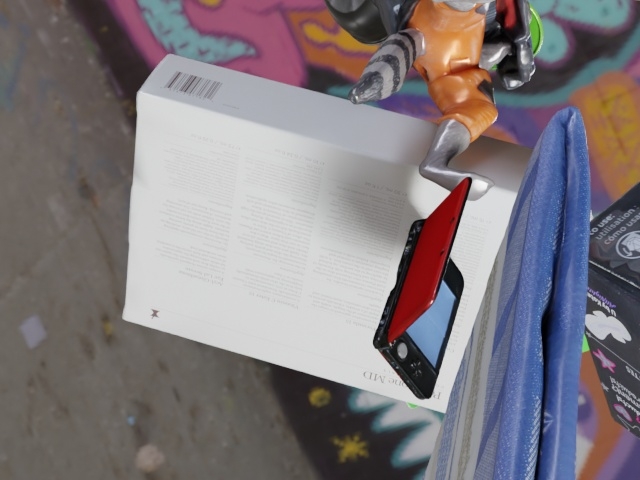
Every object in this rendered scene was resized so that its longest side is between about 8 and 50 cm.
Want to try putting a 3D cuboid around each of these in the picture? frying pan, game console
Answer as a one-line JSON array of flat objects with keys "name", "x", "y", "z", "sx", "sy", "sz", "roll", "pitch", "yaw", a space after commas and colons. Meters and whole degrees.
[{"name": "frying pan", "x": 0.084, "y": -0.312, "z": 1.333, "sx": 0.326, "sy": 0.053, "sz": 0.197, "roll": 5, "pitch": -83, "yaw": 60}, {"name": "game console", "x": 0.106, "y": 0.042, "z": 1.059, "sx": 0.124, "sy": 0.085, "sz": 0.144, "roll": 52, "pitch": 43, "yaw": -32}]

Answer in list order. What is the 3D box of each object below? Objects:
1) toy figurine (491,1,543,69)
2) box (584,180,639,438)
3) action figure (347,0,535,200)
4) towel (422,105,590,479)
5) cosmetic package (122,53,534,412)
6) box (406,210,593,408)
[{"name": "toy figurine", "x": 0.212, "y": -0.320, "z": 1.584, "sx": 0.130, "sy": 0.173, "sz": 0.159, "roll": 96, "pitch": 14, "yaw": -51}, {"name": "box", "x": 0.261, "y": 0.009, "z": 0.572, "sx": 0.163, "sy": 0.247, "sz": 0.142, "roll": 39, "pitch": -19, "yaw": 47}, {"name": "action figure", "x": 0.100, "y": -0.245, "z": 1.137, "sx": 0.330, "sy": 0.178, "sz": 0.341, "roll": -92, "pitch": 168, "yaw": -58}, {"name": "towel", "x": 0.067, "y": 0.112, "z": 0.536, "sx": 0.285, "sy": 0.034, "sz": 0.209, "roll": 100, "pitch": 4, "yaw": -46}, {"name": "cosmetic package", "x": 0.000, "y": 0.000, "z": 1.246, "sx": 0.097, "sy": 0.377, "sz": 0.284, "roll": -65, "pitch": 169, "yaw": -54}, {"name": "box", "x": 0.191, "y": 0.038, "z": 1.448, "sx": 0.231, "sy": 0.262, "sz": 0.127, "roll": -91, "pitch": 155, "yaw": -49}]
